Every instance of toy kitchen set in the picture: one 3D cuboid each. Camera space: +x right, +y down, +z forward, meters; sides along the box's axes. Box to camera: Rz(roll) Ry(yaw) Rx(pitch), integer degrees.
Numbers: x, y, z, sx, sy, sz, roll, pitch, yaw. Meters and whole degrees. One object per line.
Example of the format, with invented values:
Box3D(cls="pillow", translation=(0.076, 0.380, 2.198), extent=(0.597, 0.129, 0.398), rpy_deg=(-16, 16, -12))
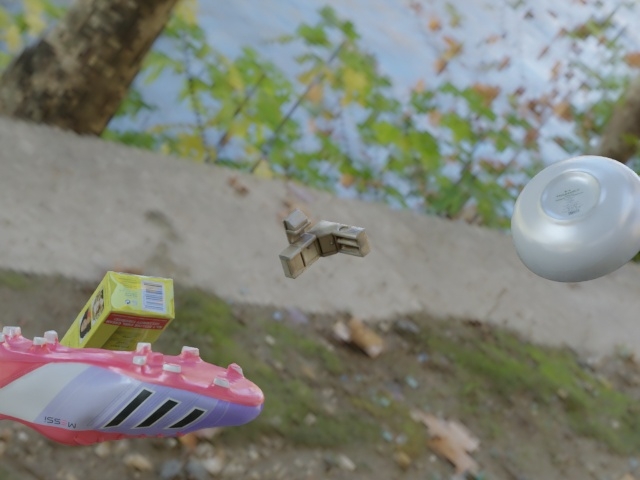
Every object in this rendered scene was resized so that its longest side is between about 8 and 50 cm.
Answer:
Box3D(cls="toy kitchen set", translation=(0.000, 0.000, 1.824), extent=(0.075, 0.068, 0.083), rpy_deg=(12, 40, 42))

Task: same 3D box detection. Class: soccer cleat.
Box3D(cls="soccer cleat", translation=(-0.168, 0.132, 1.240), extent=(0.248, 0.095, 0.083), rpy_deg=(9, 9, 8))

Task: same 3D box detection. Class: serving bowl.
Box3D(cls="serving bowl", translation=(0.145, -0.017, 0.856), extent=(0.027, 0.083, 0.083), rpy_deg=(56, 6, -47))

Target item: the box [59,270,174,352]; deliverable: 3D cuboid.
Box3D(cls="box", translation=(-0.260, 0.118, 1.869), extent=(0.087, 0.232, 0.058), rpy_deg=(9, 56, -26))
